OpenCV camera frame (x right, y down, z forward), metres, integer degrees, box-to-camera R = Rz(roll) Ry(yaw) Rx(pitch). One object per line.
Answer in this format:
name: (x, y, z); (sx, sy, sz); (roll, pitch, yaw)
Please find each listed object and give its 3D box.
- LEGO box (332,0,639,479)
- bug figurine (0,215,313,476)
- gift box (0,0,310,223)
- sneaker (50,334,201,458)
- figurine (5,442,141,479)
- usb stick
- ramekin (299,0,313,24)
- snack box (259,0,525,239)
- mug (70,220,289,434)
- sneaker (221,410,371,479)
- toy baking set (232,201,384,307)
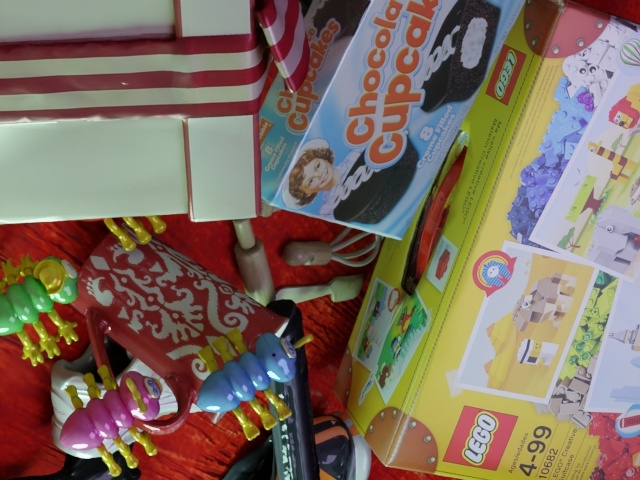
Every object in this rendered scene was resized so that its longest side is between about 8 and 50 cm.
LEGO box: (0.281, 0.010, 1.440); (0.372, 0.193, 0.500); (13, 105, -22)
bug figurine: (-0.152, 0.060, 1.079); (0.216, 0.279, 0.072); (-36, 171, -2)
gift box: (-0.142, -0.154, 0.884); (0.258, 0.255, 0.276); (-4, 133, -3)
sneaker: (-0.153, 0.111, 1.262); (0.232, 0.090, 0.115); (-30, 133, -33)
figurine: (-0.253, 0.298, 1.290); (0.209, 0.092, 0.215); (-32, 138, -31)
usb stick: (-0.029, 0.198, 1.383); (0.077, 0.045, 0.278); (-74, 160, -66)
ramekin: (0.033, -0.307, 1.097); (0.303, 0.148, 0.303); (-29, 136, -32)
snack box: (0.069, -0.165, 1.068); (0.187, 0.060, 0.322); (13, 107, -52)
mug: (-0.134, 0.072, 1.151); (0.113, 0.169, 0.150); (-57, 175, 31)
sneaker: (-0.057, 0.353, 1.547); (0.180, 0.124, 0.321); (-7, 111, -41)
toy baking set: (-0.005, 0.003, 1.392); (0.196, 0.030, 0.256); (-34, 139, -27)
